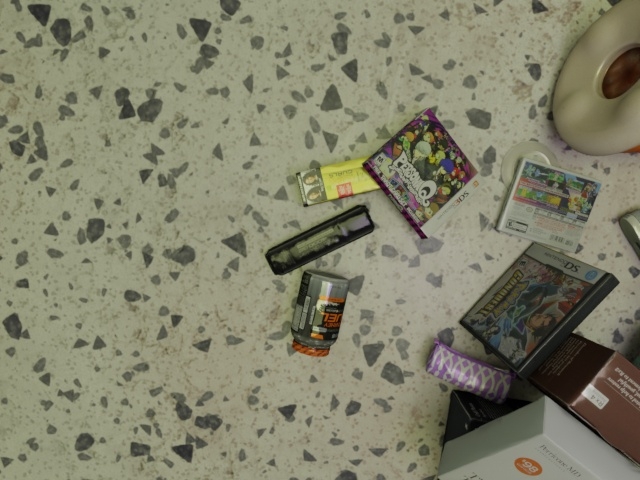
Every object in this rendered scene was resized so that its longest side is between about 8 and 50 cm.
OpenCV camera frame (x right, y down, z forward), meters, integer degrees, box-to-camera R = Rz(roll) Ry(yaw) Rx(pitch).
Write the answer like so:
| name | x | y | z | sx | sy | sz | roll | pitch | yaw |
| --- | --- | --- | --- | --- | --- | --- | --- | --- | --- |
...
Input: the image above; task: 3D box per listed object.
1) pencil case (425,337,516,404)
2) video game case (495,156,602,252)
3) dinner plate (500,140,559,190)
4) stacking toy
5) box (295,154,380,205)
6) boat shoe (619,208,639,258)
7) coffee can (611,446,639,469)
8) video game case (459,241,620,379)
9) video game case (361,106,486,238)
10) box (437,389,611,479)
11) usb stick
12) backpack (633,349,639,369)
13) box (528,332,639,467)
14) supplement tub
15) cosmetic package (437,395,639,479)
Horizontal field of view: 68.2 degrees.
| name | x | y | z | sx | sy | sz | roll | pitch | yaw |
| --- | --- | --- | --- | --- | --- | --- | --- | --- | --- |
| pencil case | 0.357 | 0.315 | 1.134 | 0.206 | 0.086 | 0.088 | 20 | 115 | 9 |
| video game case | 0.550 | -0.085 | 1.140 | 0.202 | 0.023 | 0.183 | 17 | 99 | -2 |
| dinner plate | 0.513 | -0.172 | 1.151 | 0.141 | 0.017 | 0.141 | 0 | 92 | 0 |
| stacking toy | 0.809 | -0.302 | 1.040 | 0.480 | 0.351 | 0.350 | 14 | 94 | -19 |
| box | 0.061 | -0.146 | 1.141 | 0.233 | 0.058 | 0.087 | -12 | 92 | 1 |
| boat shoe | 0.810 | 0.023 | 1.123 | 0.081 | 0.079 | 0.227 | -31 | 89 | 7 |
| coffee can | 0.769 | 0.563 | 1.095 | 0.202 | 0.201 | 0.275 | 22 | 93 | 0 |
| video game case | 0.469 | 0.142 | 1.055 | 0.035 | 0.248 | 0.275 | 41 | 93 | -18 |
| video game case | 0.245 | -0.156 | 1.107 | 0.210 | 0.042 | 0.232 | -42 | 99 | -13 |
| box | 0.457 | 0.565 | 1.114 | 0.313 | 0.179 | 0.343 | 9 | 93 | 0 |
| usb stick | 0.000 | 0.000 | 1.159 | 0.278 | 0.045 | 0.077 | -26 | 99 | 3 |
| backpack | 0.820 | 0.307 | 1.056 | 0.191 | 0.253 | 0.225 | 27 | 95 | 20 |
| box | 0.537 | 0.288 | 0.994 | 0.191 | 0.381 | 0.143 | 40 | 94 | -1 |
| supplement tub | -0.004 | 0.173 | 1.133 | 0.117 | 0.117 | 0.190 | 12 | 94 | 1 |
| cosmetic package | 0.464 | 0.493 | 0.900 | 0.377 | 0.097 | 0.284 | 38 | 129 | 0 |
